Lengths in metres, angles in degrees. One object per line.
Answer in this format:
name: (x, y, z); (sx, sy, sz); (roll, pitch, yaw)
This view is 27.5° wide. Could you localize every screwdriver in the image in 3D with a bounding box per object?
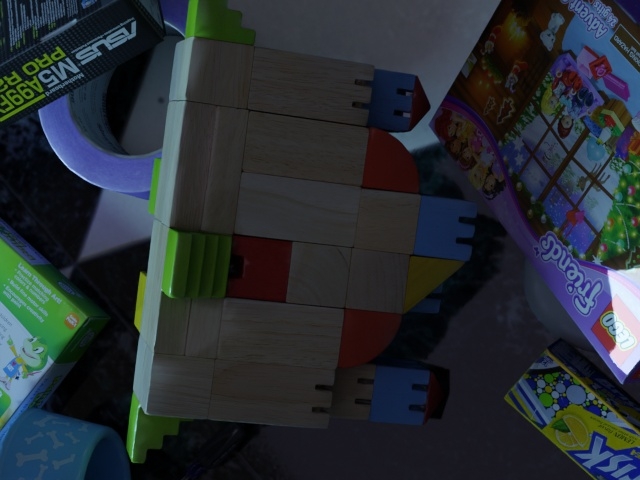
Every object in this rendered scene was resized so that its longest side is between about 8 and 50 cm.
screwdriver: (-0.127, 0.220, 1.176); (0.170, 0.025, 0.024); (-45, 77, 17)

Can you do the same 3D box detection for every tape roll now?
tape roll: (-0.152, -0.132, 1.173); (0.189, 0.080, 0.189); (-1, 85, 16)

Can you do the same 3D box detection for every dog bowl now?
dog bowl: (-0.217, 0.293, 1.116); (0.074, 0.166, 0.297); (0, 86, 11)

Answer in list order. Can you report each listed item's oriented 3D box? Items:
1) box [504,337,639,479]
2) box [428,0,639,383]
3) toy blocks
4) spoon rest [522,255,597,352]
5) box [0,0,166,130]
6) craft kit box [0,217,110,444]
box: (0.234, 0.158, 1.055); (0.169, 0.054, 0.059); (42, 112, 15)
box: (0.214, -0.068, 0.982); (0.293, 0.057, 0.201); (58, 134, 35)
toy blocks: (0.000, 0.000, 1.052); (0.261, 0.191, 0.381); (6, 93, -14)
spoon rest: (0.264, -0.036, 1.066); (0.137, 0.084, 0.276); (29, 107, 16)
box: (-0.256, -0.227, 1.152); (0.216, 0.060, 0.270); (-28, 47, 12)
craft kit box: (-0.365, 0.088, 1.228); (0.250, 0.061, 0.246); (40, 99, 14)
